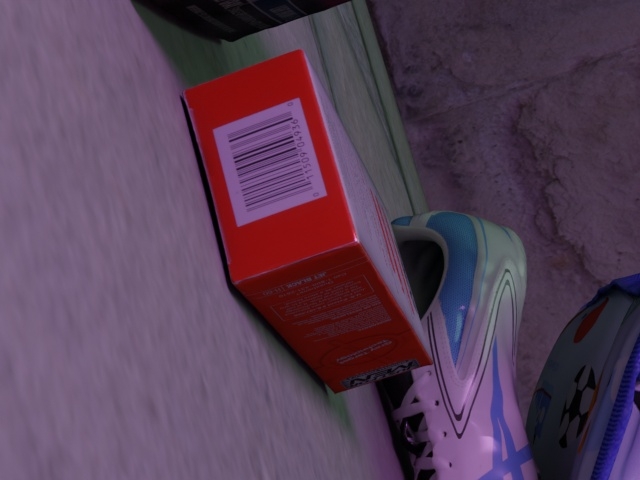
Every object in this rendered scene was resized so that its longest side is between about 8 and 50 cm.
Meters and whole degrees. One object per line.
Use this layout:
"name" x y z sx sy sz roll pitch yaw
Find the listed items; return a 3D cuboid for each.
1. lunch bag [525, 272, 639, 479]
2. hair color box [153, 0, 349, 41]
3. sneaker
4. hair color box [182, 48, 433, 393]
"lunch bag" 0.214 0.202 0.704 0.328 0.238 0.386 50 30 -83
"hair color box" 0.101 -0.174 0.461 0.174 0.347 0.105 -32 104 -83
"sneaker" 0.065 0.093 0.699 0.085 0.086 0.237 109 -17 -58
"hair color box" 0.000 0.000 0.479 0.141 0.043 0.072 55 18 -65
